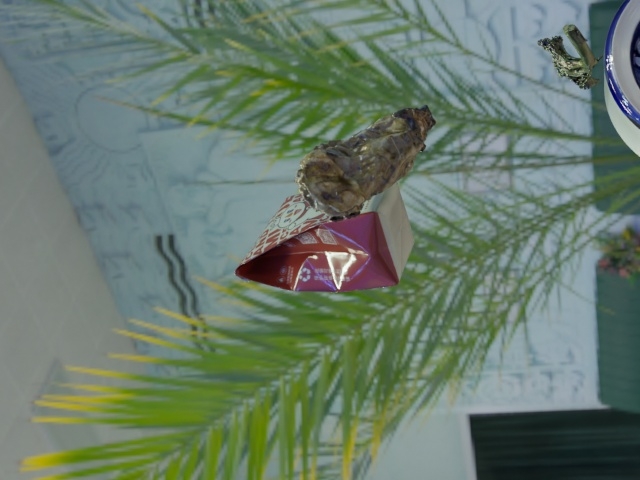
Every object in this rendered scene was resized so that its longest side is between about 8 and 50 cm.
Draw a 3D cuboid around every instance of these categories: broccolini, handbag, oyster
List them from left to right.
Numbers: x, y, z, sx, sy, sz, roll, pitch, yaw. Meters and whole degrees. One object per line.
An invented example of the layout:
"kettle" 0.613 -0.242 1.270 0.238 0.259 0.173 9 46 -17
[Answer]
"handbag" 0.000 0.000 1.605 0.171 0.298 0.151 -60 -44 -59
"oyster" 0.088 -0.148 1.490 0.345 0.128 0.078 -37 -17 -37
"broccolini" 0.417 -0.330 1.552 0.062 0.123 0.271 -60 -18 4

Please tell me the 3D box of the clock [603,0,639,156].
"clock" 0.399 -0.169 0.902 0.083 0.230 0.230 57 -150 -60
